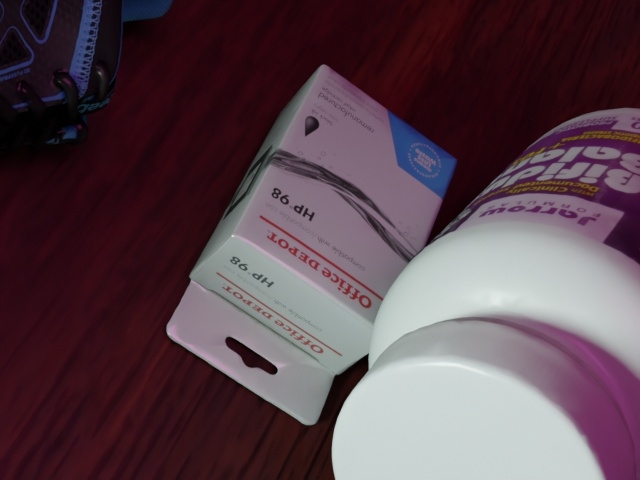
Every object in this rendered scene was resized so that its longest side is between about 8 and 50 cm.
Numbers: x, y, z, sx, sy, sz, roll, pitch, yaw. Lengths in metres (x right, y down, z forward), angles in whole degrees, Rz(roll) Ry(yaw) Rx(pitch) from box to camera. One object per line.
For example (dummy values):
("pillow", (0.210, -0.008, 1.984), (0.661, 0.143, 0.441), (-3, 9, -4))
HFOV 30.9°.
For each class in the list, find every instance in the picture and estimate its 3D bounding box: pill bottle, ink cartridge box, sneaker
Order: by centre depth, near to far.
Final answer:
("sneaker", (-0.169, -0.087, 0.555), (0.140, 0.125, 0.341), (37, 52, -15))
("pill bottle", (0.127, 0.048, 0.597), (0.169, 0.169, 0.301), (49, 36, 1))
("ink cartridge box", (0.000, 0.000, 0.652), (0.104, 0.060, 0.180), (34, 51, -12))
